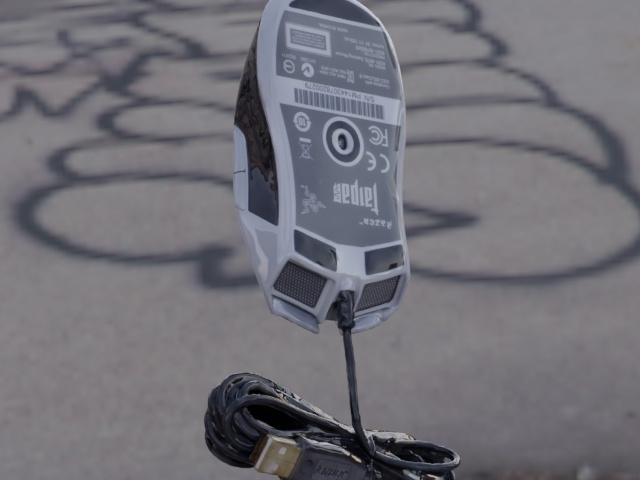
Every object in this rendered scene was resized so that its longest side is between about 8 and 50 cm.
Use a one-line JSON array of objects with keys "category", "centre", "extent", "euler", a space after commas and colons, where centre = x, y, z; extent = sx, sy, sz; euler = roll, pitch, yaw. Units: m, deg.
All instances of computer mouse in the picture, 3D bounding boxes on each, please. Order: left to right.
[{"category": "computer mouse", "centre": [0.000, 0.000, 0.730], "extent": [0.106, 0.193, 0.042], "euler": [9, -20, -35]}]
